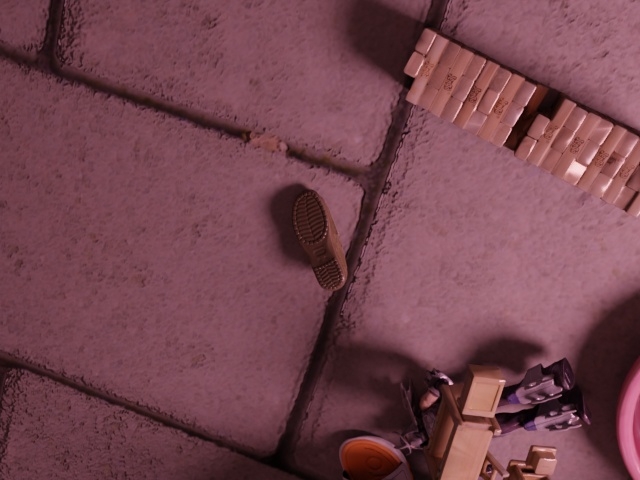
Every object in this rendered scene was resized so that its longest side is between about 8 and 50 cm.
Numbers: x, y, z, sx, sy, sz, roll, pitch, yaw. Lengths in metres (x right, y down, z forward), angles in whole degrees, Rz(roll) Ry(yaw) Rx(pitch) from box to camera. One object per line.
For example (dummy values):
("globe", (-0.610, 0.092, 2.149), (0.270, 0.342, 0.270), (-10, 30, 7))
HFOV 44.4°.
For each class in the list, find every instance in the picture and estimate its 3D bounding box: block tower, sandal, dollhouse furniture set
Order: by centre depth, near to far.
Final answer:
("block tower", (0.264, -0.152, 0.984), (0.335, 0.097, 0.091), (29, 111, 5))
("dollhouse furniture set", (0.239, 0.236, 1.027), (0.161, 0.101, 0.182), (9, 112, -9))
("sandal", (0.106, 0.425, 1.206), (0.102, 0.076, 0.265), (-19, 102, 17))

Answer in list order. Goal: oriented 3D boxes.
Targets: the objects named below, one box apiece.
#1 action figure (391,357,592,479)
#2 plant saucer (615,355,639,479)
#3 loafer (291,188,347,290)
("action figure", (0.228, 0.251, 1.116), (0.285, 0.099, 0.185), (-24, 105, 22))
("plant saucer", (0.564, 0.233, 1.039), (0.332, 0.084, 0.332), (4, 108, 12))
("loafer", (0.000, 0.000, 1.115), (0.056, 0.050, 0.148), (-16, 87, 14))
